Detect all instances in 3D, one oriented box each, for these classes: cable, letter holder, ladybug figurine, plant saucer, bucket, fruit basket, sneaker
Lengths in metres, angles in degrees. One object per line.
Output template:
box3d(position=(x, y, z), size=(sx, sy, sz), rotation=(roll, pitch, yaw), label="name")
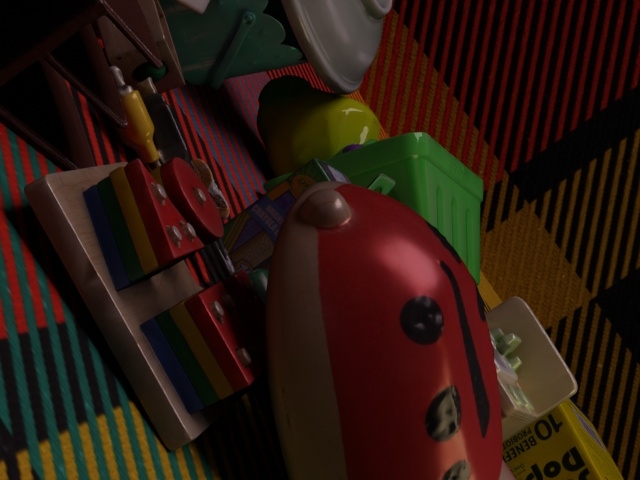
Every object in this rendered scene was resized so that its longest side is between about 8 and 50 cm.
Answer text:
box3d(position=(-0.170, -0.060, 1.851), size=(0.139, 0.072, 0.287), rotation=(123, -55, -83), label="cable")
box3d(position=(-0.259, -0.229, 1.649), size=(0.214, 0.152, 0.302), rotation=(45, 15, -50), label="letter holder")
box3d(position=(0.070, 0.134, 1.559), size=(0.305, 0.162, 0.449), rotation=(-72, 153, -43), label="ladybug figurine")
box3d(position=(0.022, -0.411, 2.360), size=(0.400, 0.100, 0.400), rotation=(-15, 90, -73), label="plant saucer")
box3d(position=(-0.122, -0.354, 2.338), size=(0.281, 0.183, 0.281), rotation=(-14, 90, -72), label="bucket")
box3d(position=(0.063, -0.097, 2.422), size=(0.392, 0.283, 0.392), rotation=(-17, 90, -74), label="fruit basket")
box3d(position=(-0.136, -0.058, 1.996), size=(0.083, 0.032, 0.037), rotation=(63, -2, 13), label="sneaker")

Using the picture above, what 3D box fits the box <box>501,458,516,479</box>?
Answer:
box3d(position=(0.143, 0.279, 1.907), size=(0.232, 0.127, 0.148), rotation=(57, 11, 10), label="box")

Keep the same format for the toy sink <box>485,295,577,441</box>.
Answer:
box3d(position=(0.179, 0.182, 2.074), size=(0.153, 0.234, 0.131), rotation=(60, 11, 19), label="toy sink")

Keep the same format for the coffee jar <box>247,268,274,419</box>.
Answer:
box3d(position=(-0.035, 0.124, 1.732), size=(0.184, 0.079, 0.096), rotation=(59, 12, 19), label="coffee jar")

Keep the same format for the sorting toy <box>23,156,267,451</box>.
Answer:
box3d(position=(-0.130, 0.034, 1.501), size=(0.255, 0.089, 0.257), rotation=(61, 11, 0), label="sorting toy")

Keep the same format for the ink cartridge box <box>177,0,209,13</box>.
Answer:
box3d(position=(-0.229, -0.433, 2.091), size=(0.198, 0.197, 0.270), rotation=(27, 4, 15), label="ink cartridge box")

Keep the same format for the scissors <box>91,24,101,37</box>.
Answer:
box3d(position=(-0.271, -0.259, 2.022), size=(0.109, 0.021, 0.297), rotation=(54, 9, -14), label="scissors")

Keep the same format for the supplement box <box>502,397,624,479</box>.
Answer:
box3d(position=(0.306, 0.368, 2.161), size=(0.195, 0.194, 0.356), rotation=(44, 15, -47), label="supplement box")

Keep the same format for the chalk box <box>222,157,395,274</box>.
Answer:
box3d(position=(0.000, 0.000, 1.899), size=(0.132, 0.213, 0.132), rotation=(58, 11, 17), label="chalk box")

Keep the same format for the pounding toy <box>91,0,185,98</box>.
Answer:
box3d(position=(-0.228, -0.229, 1.943), size=(0.130, 0.100, 0.141), rotation=(69, 2, -64), label="pounding toy")

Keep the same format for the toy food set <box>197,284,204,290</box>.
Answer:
box3d(position=(-0.116, 0.078, 1.680), size=(0.082, 0.020, 0.083), rotation=(61, 13, 29), label="toy food set")
